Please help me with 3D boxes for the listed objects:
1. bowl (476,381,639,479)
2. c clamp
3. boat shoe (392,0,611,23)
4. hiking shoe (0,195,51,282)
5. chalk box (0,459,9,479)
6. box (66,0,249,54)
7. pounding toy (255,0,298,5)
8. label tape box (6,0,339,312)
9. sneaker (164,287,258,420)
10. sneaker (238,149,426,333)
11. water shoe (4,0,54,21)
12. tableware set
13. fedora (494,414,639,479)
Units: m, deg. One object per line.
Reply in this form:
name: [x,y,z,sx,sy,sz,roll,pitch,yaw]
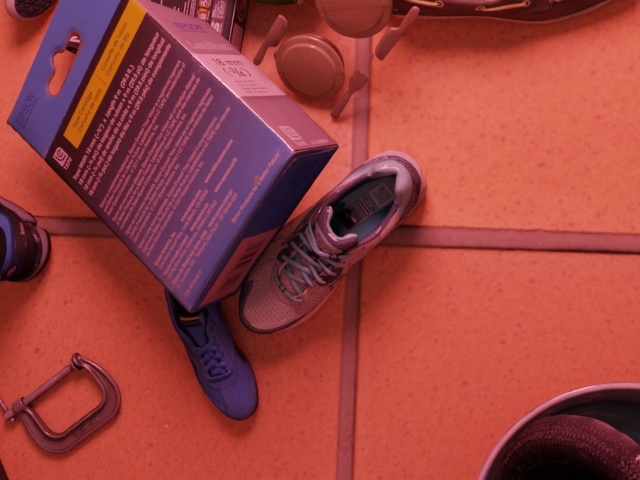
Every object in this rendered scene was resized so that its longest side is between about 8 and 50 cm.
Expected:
bowl: [0.315,0.291,0.883,0.312,0.163,0.311,1,93,9]
c clamp: [-0.341,0.202,1.051,0.161,0.022,0.137,-31,88,9]
boat shoe: [0.207,-0.302,0.908,0.305,0.091,0.109,-2,93,9]
hiking shoe: [-0.476,-0.058,1.004,0.304,0.132,0.113,33,97,6]
chalk box: [-0.547,0.241,1.007,0.179,0.180,0.289,-24,88,9]
box: [-0.188,-0.347,0.984,0.216,0.060,0.270,10,94,9]
pounding toy: [-0.028,-0.383,0.892,0.183,0.110,0.237,28,90,-16]
label tape box: [-0.176,-0.122,0.925,0.334,0.106,0.240,44,119,14]
sneaker: [-0.139,0.127,0.988,0.069,0.082,0.209,-21,91,7]
sneaker: [0.000,0.000,0.938,0.110,0.122,0.283,45,98,4]
water shoe: [-0.363,-0.373,1.014,0.080,0.073,0.203,14,91,30]
tableware set: [0.015,-0.239,0.925,0.128,0.039,0.194,34,137,-8]
fedora: [0.288,0.310,0.711,0.153,0.334,0.334,-6,92,-25]
